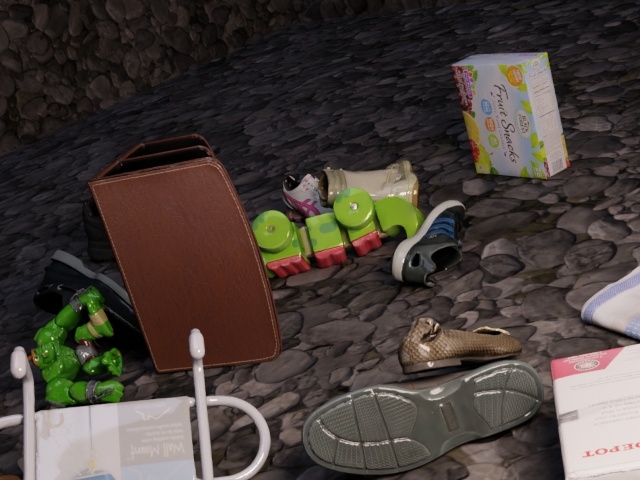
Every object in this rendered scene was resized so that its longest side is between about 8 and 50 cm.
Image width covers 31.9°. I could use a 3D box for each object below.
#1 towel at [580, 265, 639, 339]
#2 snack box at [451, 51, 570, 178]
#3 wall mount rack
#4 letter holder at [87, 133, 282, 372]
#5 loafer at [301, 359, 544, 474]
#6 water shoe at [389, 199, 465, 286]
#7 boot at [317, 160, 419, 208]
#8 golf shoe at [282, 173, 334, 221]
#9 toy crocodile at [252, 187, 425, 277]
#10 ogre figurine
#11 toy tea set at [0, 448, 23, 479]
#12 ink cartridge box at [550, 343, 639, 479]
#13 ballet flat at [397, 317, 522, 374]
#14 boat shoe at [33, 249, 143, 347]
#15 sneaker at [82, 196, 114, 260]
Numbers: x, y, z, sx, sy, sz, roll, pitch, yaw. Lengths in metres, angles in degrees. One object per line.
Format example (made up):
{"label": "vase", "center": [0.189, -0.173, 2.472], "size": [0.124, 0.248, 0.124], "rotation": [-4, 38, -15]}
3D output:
{"label": "towel", "center": [0.471, 0.069, 1.312], "size": [0.209, 0.034, 0.285], "rotation": [-28, 22, -26]}
{"label": "snack box", "center": [0.329, -0.217, 1.938], "size": [0.070, 0.207, 0.174], "rotation": [-29, 24, -30]}
{"label": "wall mount rack", "center": [-0.219, 0.251, 1.201], "size": [0.349, 0.130, 0.304], "rotation": [-5, 56, -8]}
{"label": "letter holder", "center": [-0.157, 0.012, 1.578], "size": [0.214, 0.302, 0.152], "rotation": [-8, 21, 22]}
{"label": "loafer", "center": [0.108, 0.192, 1.226], "size": [0.267, 0.096, 0.084], "rotation": [-12, -1, -6]}
{"label": "water shoe", "center": [0.182, 0.011, 1.681], "size": [0.080, 0.073, 0.203], "rotation": [21, 41, 26]}
{"label": "boot", "center": [0.077, -0.096, 1.935], "size": [0.165, 0.077, 0.213], "rotation": [0, 13, -4]}
{"label": "golf shoe", "center": [-0.011, -0.074, 2.016], "size": [0.067, 0.086, 0.186], "rotation": [-27, 23, -32]}
{"label": "toy crocodile", "center": [0.000, 0.000, 1.796], "size": [0.340, 0.105, 0.115], "rotation": [-15, -22, 7]}
{"label": "ogre figurine", "center": [-0.351, 0.167, 1.610], "size": [0.118, 0.197, 0.097], "rotation": [-28, -19, 7]}
{"label": "toy tea set", "center": [-0.390, 0.268, 1.344], "size": [0.335, 0.124, 0.200], "rotation": [-18, 20, -2]}
{"label": "ink cartridge box", "center": [0.306, 0.185, 1.047], "size": [0.158, 0.092, 0.218], "rotation": [-12, 18, 13]}
{"label": "ballet flat", "center": [0.160, 0.115, 1.274], "size": [0.084, 0.058, 0.249], "rotation": [-18, -12, 32]}
{"label": "boat shoe", "center": [-0.363, 0.112, 1.772], "size": [0.340, 0.127, 0.113], "rotation": [24, 71, 46]}
{"label": "sneaker", "center": [-0.347, -0.034, 2.117], "size": [0.286, 0.130, 0.109], "rotation": [-3, 22, 30]}
